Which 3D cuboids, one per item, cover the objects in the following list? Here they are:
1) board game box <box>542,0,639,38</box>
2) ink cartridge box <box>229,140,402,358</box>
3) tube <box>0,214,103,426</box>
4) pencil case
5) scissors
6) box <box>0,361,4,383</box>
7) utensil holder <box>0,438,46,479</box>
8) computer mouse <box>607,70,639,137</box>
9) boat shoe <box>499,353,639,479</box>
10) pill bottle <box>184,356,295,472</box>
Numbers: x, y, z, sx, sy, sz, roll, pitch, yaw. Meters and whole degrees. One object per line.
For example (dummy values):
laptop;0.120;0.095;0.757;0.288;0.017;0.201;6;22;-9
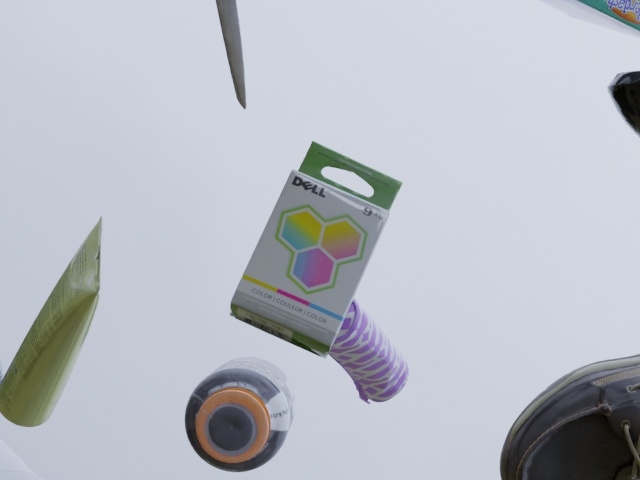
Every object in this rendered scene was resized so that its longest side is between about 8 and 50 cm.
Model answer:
board game box;0.287;-0.277;1.493;0.160;0.047;0.210;19;9;-28
ink cartridge box;0.000;0.000;1.353;0.109;0.209;0.062;24;-17;3
tube;-0.249;0.089;1.297;0.070;0.062;0.240;46;-50;17
pencil case;0.050;0.148;1.840;0.086;0.088;0.206;28;-13;40
scissors;-0.097;-0.285;1.436;0.021;0.109;0.297;101;-35;-72
box;-0.470;0.084;1.504;0.163;0.142;0.247;-38;-123;31
utensil holder;-0.576;0.338;1.801;0.385;0.327;0.327;39;-32;30
computer mouse;0.347;-0.090;0.987;0.188;0.272;0.072;-106;-165;-85
boat shoe;0.373;0.205;1.554;0.130;0.355;0.132;37;-31;61
pill bottle;-0.100;0.220;1.705;0.130;0.130;0.246;48;1;1
